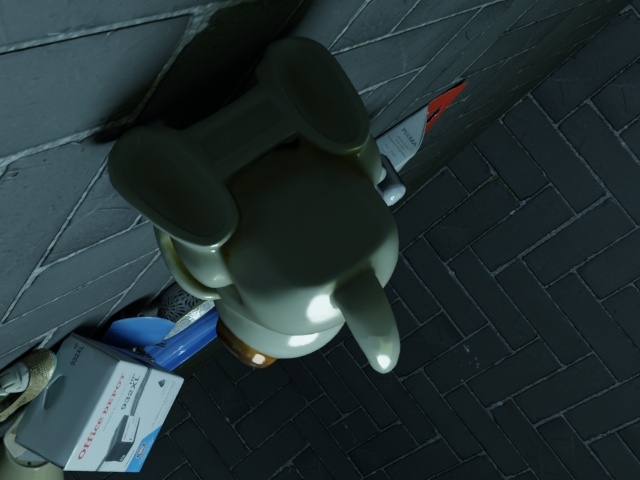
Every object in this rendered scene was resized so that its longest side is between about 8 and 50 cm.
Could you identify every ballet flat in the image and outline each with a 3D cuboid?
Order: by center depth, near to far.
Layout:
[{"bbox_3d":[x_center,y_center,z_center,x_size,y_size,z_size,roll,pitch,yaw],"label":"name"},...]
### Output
[{"bbox_3d":[-0.543,0.261,1.467,0.206,0.073,0.067,-44,157,24],"label":"ballet flat"}]

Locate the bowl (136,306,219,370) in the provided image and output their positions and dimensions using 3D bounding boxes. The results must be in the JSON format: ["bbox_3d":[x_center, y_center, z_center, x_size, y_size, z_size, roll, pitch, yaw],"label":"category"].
[{"bbox_3d":[-0.421,0.304,2.433,0.391,0.077,0.391,-37,174,-4],"label":"bowl"}]

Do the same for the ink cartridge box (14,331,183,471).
[{"bbox_3d":[-0.424,0.330,1.653,0.223,0.129,0.307,-64,161,-8],"label":"ink cartridge box"}]

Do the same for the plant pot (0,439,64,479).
[{"bbox_3d":[-0.757,0.604,2.125,0.256,0.256,0.274,-30,155,-51],"label":"plant pot"}]

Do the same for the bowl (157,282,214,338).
[{"bbox_3d":[-0.301,0.136,1.841,0.170,0.080,0.170,-38,174,-4],"label":"bowl"}]

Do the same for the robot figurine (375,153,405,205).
[{"bbox_3d":[-0.008,-0.041,1.619,0.353,0.200,0.300,-39,134,14],"label":"robot figurine"}]

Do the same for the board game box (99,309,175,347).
[{"bbox_3d":[-0.382,0.179,1.743,0.133,0.033,0.168,5,150,-29],"label":"board game box"}]

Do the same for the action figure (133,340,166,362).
[{"bbox_3d":[-0.484,0.344,2.030,0.275,0.141,0.164,-45,-162,29],"label":"action figure"}]

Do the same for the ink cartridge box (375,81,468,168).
[{"bbox_3d":[0.194,-0.208,2.069,0.385,0.091,0.308,-34,173,-21],"label":"ink cartridge box"}]

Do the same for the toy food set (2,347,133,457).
[{"bbox_3d":[-0.549,0.351,1.828,0.306,0.092,0.220,-43,180,40],"label":"toy food set"}]

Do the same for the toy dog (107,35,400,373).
[{"bbox_3d":[-0.035,0.009,1.057,0.284,0.395,0.408,-45,168,-18],"label":"toy dog"}]
